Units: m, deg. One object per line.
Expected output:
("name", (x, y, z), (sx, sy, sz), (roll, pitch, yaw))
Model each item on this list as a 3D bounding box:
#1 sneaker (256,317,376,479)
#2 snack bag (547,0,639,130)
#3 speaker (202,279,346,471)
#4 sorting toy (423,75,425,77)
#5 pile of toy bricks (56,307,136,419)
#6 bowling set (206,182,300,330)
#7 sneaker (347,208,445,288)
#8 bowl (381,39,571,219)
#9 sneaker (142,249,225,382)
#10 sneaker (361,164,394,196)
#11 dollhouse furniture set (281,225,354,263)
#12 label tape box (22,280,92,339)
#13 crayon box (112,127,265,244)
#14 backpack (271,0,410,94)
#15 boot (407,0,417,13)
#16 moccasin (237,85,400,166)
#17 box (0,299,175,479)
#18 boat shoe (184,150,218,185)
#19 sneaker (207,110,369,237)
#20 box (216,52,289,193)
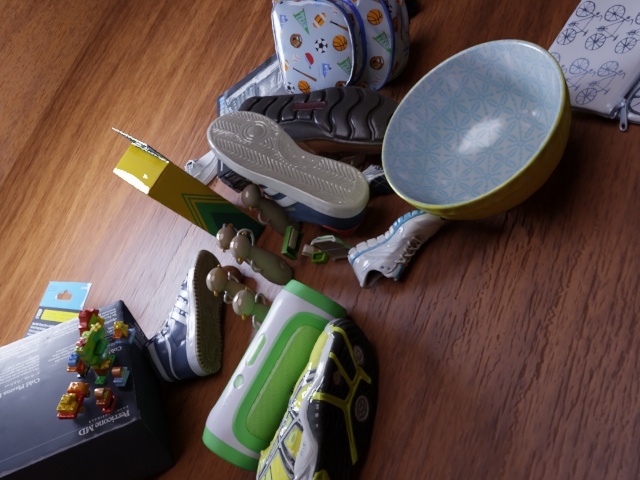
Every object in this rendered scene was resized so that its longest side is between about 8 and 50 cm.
("sneaker", (-0.023, 0.294, 0.899), (0.147, 0.145, 0.385), (-6, 58, 40))
("snack bag", (0.511, -0.305, 0.897), (0.323, 0.037, 0.342), (-55, 41, -2))
("speaker", (-0.073, 0.219, 1.008), (0.131, 0.131, 0.297), (20, 78, 48))
("sorting toy", (0.220, -0.290, 1.176), (0.062, 0.012, 0.083), (-2, 59, 37))
("pile of toy bricks", (-0.404, 0.203, 1.088), (0.118, 0.105, 0.212), (-5, 43, 10))
("bowling set", (-0.164, 0.053, 1.188), (0.199, 0.154, 0.287), (-21, 50, 32))
("sneaker", (0.132, 0.020, 1.010), (0.190, 0.071, 0.083), (-37, 49, 31))
("bowl", (0.253, -0.139, 0.931), (0.289, 0.156, 0.290), (-23, 49, 30))
("sneaker", (-0.283, 0.159, 1.269), (0.153, 0.099, 0.282), (-25, 51, 27))
("sneaker", (0.106, -0.119, 1.136), (0.135, 0.052, 0.058), (-13, 50, 36))
("dollhouse furniture set", (0.000, 0.000, 1.132), (0.151, 0.076, 0.059), (-9, 58, 40))
("label tape box", (-0.657, 0.277, 1.531), (0.240, 0.106, 0.334), (-1, 61, 42))
("crayon box", (-0.295, -0.100, 1.287), (0.203, 0.323, 0.083), (28, 83, 49))
("backpack", (0.042, -0.410, 1.233), (0.263, 0.277, 0.213), (3, 33, 24))
("boot", (0.100, -0.551, 1.407), (0.246, 0.094, 0.207), (-28, 47, 25))
("moccasin", (0.012, -0.209, 1.201), (0.379, 0.147, 0.139), (0, 64, 28))
("box", (-0.495, 0.335, 1.184), (0.343, 0.179, 0.313), (-22, 42, -7))
("boat shoe", (-0.321, -0.173, 1.561), (0.184, 0.063, 0.066), (-42, 42, 13))
("sneaker", (-0.067, -0.113, 1.144), (0.350, 0.148, 0.131), (34, 67, 21))
("box", (-0.137, -0.293, 1.461), (0.242, 0.076, 0.308), (-30, 46, 24))
